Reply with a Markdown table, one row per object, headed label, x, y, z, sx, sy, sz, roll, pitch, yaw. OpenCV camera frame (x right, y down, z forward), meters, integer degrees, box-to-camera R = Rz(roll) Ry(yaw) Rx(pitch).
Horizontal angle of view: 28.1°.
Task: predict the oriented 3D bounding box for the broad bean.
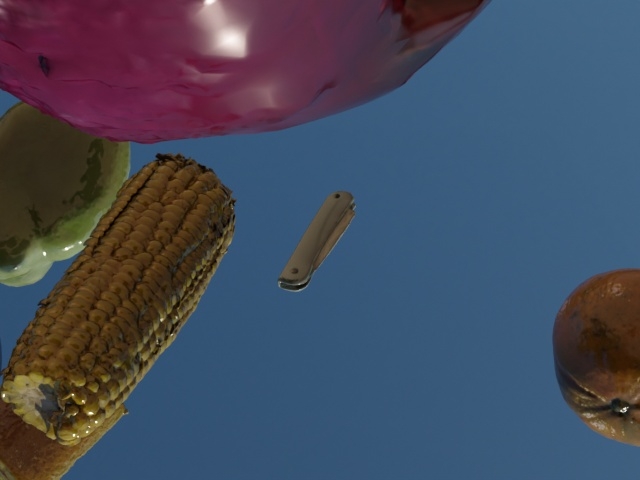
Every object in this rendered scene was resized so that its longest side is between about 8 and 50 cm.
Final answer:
| label | x | y | z | sx | sy | sz | roll | pitch | yaw |
| --- | --- | --- | --- | --- | --- | --- | --- | --- | --- |
| broad bean | -0.293 | -0.056 | 1.320 | 0.228 | 0.100 | 0.169 | -37 | -105 | -4 |

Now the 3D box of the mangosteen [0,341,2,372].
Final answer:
| label | x | y | z | sx | sy | sz | roll | pitch | yaw |
| --- | --- | --- | --- | --- | --- | --- | --- | --- | --- |
| mangosteen | -0.351 | 0.084 | 1.074 | 0.199 | 0.200 | 0.200 | 14 | -139 | -12 |

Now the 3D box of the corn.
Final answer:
| label | x | y | z | sx | sy | sz | roll | pitch | yaw |
| --- | --- | --- | --- | --- | --- | --- | --- | --- | --- |
| corn | -0.154 | 0.040 | 1.042 | 0.115 | 0.115 | 0.318 | 26 | -138 | 2 |

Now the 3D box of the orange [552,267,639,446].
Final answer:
| label | x | y | z | sx | sy | sz | roll | pitch | yaw |
| --- | --- | --- | --- | --- | --- | --- | --- | --- | --- |
| orange | 0.400 | 0.153 | 1.611 | 0.240 | 0.240 | 0.171 | 34 | -133 | 12 |

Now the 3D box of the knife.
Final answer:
| label | x | y | z | sx | sy | sz | roll | pitch | yaw |
| --- | --- | --- | --- | --- | --- | --- | --- | --- | --- |
| knife | 0.000 | 0.000 | 1.499 | 0.044 | 0.023 | 0.162 | 14 | -132 | 20 |

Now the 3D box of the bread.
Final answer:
| label | x | y | z | sx | sy | sz | roll | pitch | yaw |
| --- | --- | --- | --- | --- | --- | --- | --- | --- | --- |
| bread | -0.348 | 0.227 | 1.596 | 0.132 | 0.103 | 0.172 | 49 | -119 | -11 |

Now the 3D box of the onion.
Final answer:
| label | x | y | z | sx | sy | sz | roll | pitch | yaw |
| --- | --- | --- | --- | --- | --- | --- | --- | --- | --- |
| onion | -0.115 | -0.231 | 0.513 | 0.420 | 0.398 | 0.398 | -4 | -143 | 15 |
